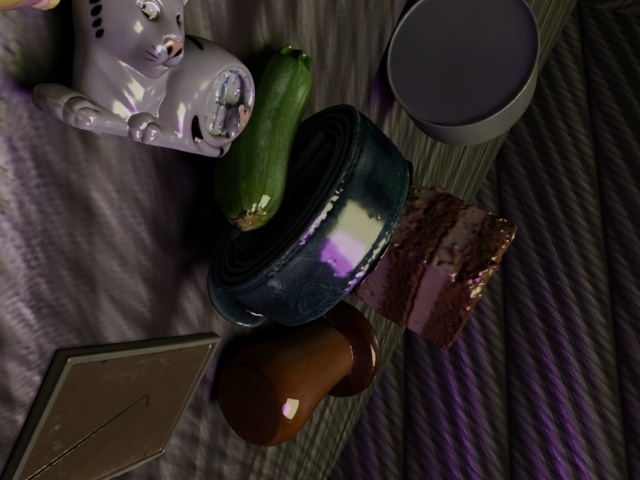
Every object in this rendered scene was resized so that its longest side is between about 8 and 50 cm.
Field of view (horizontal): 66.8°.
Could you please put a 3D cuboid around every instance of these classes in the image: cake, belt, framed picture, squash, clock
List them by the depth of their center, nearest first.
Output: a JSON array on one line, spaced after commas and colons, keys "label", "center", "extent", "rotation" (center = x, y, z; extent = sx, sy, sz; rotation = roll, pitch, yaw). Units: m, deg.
[{"label": "clock", "center": [-0.112, -0.132, 0.364], "extent": [0.176, 0.080, 0.117], "rotation": [-4, 118, -65]}, {"label": "squash", "center": [-0.055, -0.108, 0.482], "extent": [0.068, 0.077, 0.219], "rotation": [39, 55, -40]}, {"label": "belt", "center": [-0.024, -0.022, 0.533], "extent": [0.116, 0.206, 0.267], "rotation": [36, 85, -30]}, {"label": "framed picture", "center": [-0.229, 0.203, 0.566], "extent": [0.192, 0.018, 0.265], "rotation": [-64, 160, 2]}, {"label": "cake", "center": [0.262, 0.055, 1.163], "extent": [0.256, 0.290, 0.282], "rotation": [-44, 153, -38]}]

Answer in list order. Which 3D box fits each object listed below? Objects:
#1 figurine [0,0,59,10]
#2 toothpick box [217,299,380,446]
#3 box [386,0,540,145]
[{"label": "figurine", "center": [-0.161, -0.185, 0.205], "extent": [0.083, 0.083, 0.187], "rotation": [-50, 154, -31]}, {"label": "toothpick box", "center": [-0.027, 0.214, 0.833], "extent": [0.294, 0.192, 0.192], "rotation": [-19, 132, -53]}, {"label": "box", "center": [0.235, -0.280, 0.799], "extent": [0.226, 0.226, 0.149], "rotation": [-67, 159, 8]}]
